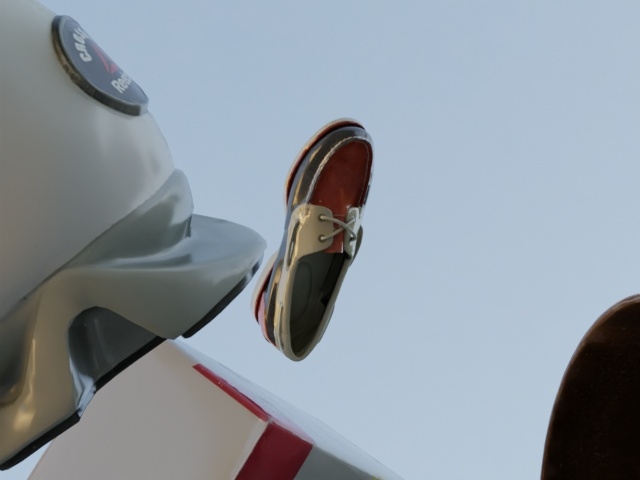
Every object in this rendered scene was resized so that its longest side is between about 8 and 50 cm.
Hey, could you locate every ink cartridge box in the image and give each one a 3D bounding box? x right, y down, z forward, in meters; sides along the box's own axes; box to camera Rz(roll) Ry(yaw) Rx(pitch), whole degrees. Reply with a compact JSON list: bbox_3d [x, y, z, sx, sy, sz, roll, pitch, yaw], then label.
[{"bbox_3d":[-0.045,0.147,1.080,0.176,0.128,0.127,33,-91,-47],"label":"ink cartridge box"}]

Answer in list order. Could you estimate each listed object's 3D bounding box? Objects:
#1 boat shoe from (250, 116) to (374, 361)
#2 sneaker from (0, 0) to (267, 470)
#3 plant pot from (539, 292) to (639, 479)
[{"bbox_3d":[0.000,0.000,1.082,0.049,0.043,0.137,9,-65,-29],"label":"boat shoe"},{"bbox_3d":[-0.188,0.044,0.537,0.330,0.122,0.146,-37,-80,4],"label":"sneaker"},{"bbox_3d":[0.251,0.136,0.925,0.230,0.215,0.215,3,-41,-19],"label":"plant pot"}]
